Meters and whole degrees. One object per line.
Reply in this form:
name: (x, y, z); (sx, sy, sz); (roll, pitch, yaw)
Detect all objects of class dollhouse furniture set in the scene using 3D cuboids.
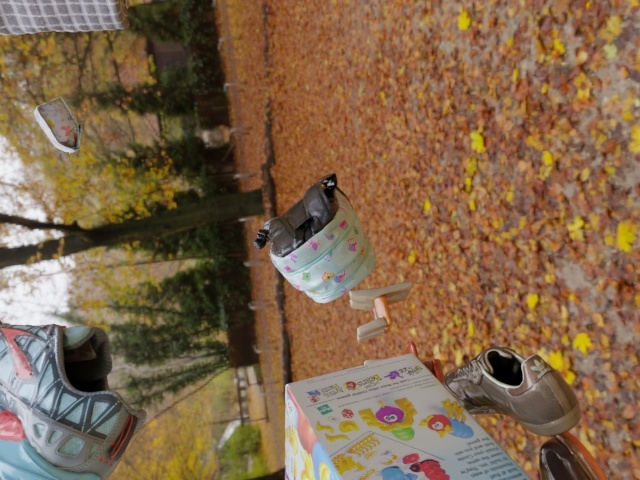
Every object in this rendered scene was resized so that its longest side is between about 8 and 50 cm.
dollhouse furniture set: (0.137, 0.209, 0.860); (0.259, 0.135, 0.261); (77, -178, -73)

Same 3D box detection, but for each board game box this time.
board game box: (0.084, 0.240, 0.468); (0.275, 0.145, 0.141); (-134, 41, -56)

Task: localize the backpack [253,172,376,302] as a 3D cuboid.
backpack: (0.000, 0.000, 0.751); (0.115, 0.152, 0.182); (44, -175, -15)

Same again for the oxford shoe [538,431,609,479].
oxford shoe: (0.228, 0.313, 0.515); (0.097, 0.099, 0.271); (122, 138, -82)

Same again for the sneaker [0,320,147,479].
sneaker: (-0.249, 0.125, 0.525); (0.262, 0.125, 0.104); (33, 161, 33)

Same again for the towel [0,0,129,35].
towel: (-0.385, -0.401, 0.723); (0.283, 0.235, 0.121); (94, 169, -53)

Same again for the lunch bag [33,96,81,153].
lunch bag: (-0.410, -0.180, 0.905); (0.071, 0.053, 0.083); (10, 128, 60)

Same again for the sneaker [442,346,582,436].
sneaker: (0.175, 0.132, 0.564); (0.071, 0.066, 0.188); (64, 160, -4)
